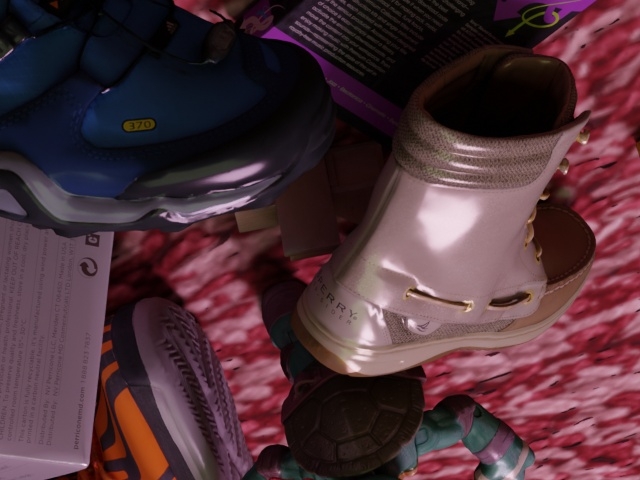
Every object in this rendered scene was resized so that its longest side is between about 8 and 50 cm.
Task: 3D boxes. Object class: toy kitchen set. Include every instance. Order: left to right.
[{"bbox_3d":[0.000,0.000,0.826,0.083,0.068,0.075,-10,141,0],"label":"toy kitchen set"}]

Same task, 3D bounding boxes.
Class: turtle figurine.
[{"bbox_3d":[0.028,0.105,0.824,0.175,0.234,0.118,-6,132,0],"label":"turtle figurine"}]

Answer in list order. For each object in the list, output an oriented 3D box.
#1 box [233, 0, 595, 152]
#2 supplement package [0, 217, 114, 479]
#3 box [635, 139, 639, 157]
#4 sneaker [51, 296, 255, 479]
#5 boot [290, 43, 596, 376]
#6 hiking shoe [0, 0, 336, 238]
[{"bbox_3d":[0.054,-0.117,0.730,0.162,0.029,0.116,-35,136,29],"label":"box"},{"bbox_3d":[-0.240,0.036,0.731,0.244,0.134,0.139,11,163,-24],"label":"supplement package"},{"bbox_3d":[0.274,-0.069,0.827,0.105,0.043,0.179,26,127,-37],"label":"box"},{"bbox_3d":[-0.132,0.162,0.947,0.180,0.125,0.321,-12,141,1],"label":"sneaker"},{"bbox_3d":[0.095,-0.022,0.781,0.213,0.077,0.165,-15,141,-42],"label":"boot"},{"bbox_3d":[-0.139,-0.093,0.597,0.304,0.113,0.132,13,134,2],"label":"hiking shoe"}]
